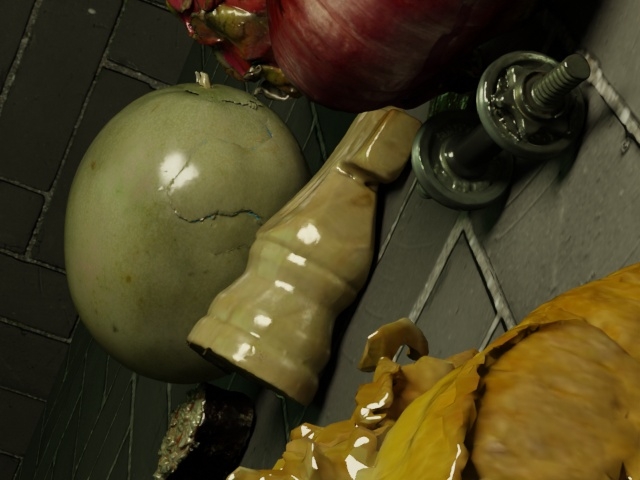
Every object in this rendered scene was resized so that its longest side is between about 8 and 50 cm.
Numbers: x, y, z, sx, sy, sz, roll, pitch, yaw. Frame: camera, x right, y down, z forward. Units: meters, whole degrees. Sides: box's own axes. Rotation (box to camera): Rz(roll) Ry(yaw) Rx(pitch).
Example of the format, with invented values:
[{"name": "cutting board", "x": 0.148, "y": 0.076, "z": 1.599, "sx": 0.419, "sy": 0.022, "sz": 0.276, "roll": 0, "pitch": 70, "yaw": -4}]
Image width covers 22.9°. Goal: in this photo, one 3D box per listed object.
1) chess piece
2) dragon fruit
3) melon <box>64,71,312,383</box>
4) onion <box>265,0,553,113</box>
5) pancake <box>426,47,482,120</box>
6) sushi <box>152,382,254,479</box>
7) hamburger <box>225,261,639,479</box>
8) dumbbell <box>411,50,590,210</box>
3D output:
[{"name": "chess piece", "x": 0.000, "y": 0.000, "z": 1.480, "sx": 0.301, "sy": 0.137, "sz": 0.137, "roll": -61, "pitch": 12, "yaw": -10}, {"name": "dragon fruit", "x": -0.030, "y": -0.286, "z": 1.596, "sx": 0.269, "sy": 0.291, "sz": 0.250, "roll": -85, "pitch": 14, "yaw": -51}, {"name": "melon", "x": -0.137, "y": -0.016, "z": 1.652, "sx": 0.268, "sy": 0.268, "sz": 0.330, "roll": -96, "pitch": 13, "yaw": -62}, {"name": "onion", "x": 0.064, "y": -0.269, "z": 1.183, "sx": 0.347, "sy": 0.285, "sz": 0.347, "roll": -53, "pitch": -2, "yaw": -3}, {"name": "pancake", "x": 0.113, "y": -0.121, "z": 1.368, "sx": 0.108, "sy": 0.017, "sz": 0.108, "roll": -163, "pitch": 90, "yaw": -78}, {"name": "sushi", "x": -0.128, "y": 0.217, "z": 1.715, "sx": 0.150, "sy": 0.078, "sz": 0.090, "roll": 126, "pitch": 159, "yaw": -47}, {"name": "hamburger", "x": 0.082, "y": 0.177, "z": 0.497, "sx": 0.445, "sy": 0.287, "sz": 0.268, "roll": -83, "pitch": 16, "yaw": -50}, {"name": "dumbbell", "x": 0.124, "y": -0.076, "z": 1.120, "sx": 0.254, "sy": 0.081, "sz": 0.081, "roll": 138, "pitch": 149, "yaw": -65}]
